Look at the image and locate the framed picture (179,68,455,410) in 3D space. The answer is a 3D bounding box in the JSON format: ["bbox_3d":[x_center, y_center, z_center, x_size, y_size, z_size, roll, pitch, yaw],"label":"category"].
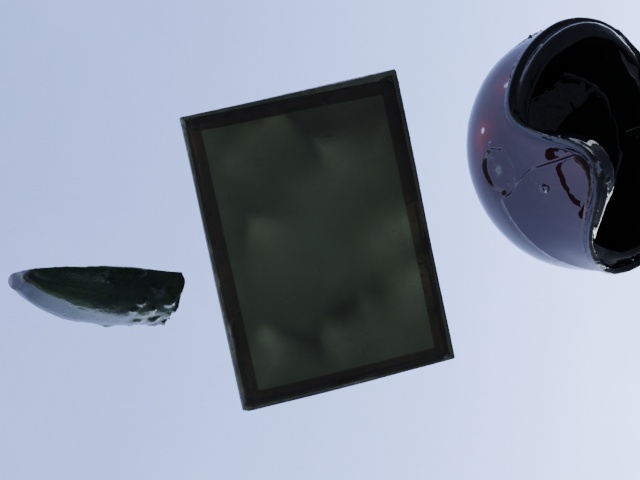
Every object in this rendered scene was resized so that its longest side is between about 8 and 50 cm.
[{"bbox_3d":[0.000,0.000,1.160,0.173,0.010,0.231,-12,-82,-11],"label":"framed picture"}]

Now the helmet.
[{"bbox_3d":[0.221,-0.076,1.292,0.189,0.193,0.216,-24,-85,-32],"label":"helmet"}]

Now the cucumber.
[{"bbox_3d":[-0.144,0.037,0.971,0.107,0.067,0.035,5,-102,-38],"label":"cucumber"}]
